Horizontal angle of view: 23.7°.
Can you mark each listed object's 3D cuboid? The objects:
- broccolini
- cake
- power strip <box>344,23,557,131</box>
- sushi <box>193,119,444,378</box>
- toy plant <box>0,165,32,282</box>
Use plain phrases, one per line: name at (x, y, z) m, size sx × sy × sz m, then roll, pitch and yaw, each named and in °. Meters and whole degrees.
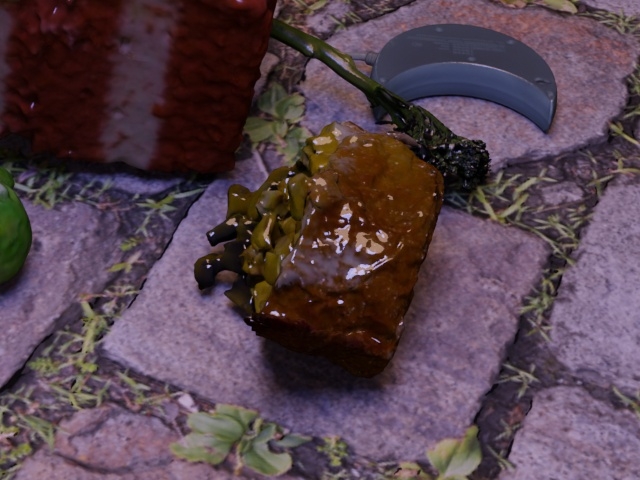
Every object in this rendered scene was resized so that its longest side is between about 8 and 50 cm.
broccolini at (0.037, -0.131, 1.426) m, size 0.271 × 0.062 × 0.123 m, roll 35°, pitch 9°, yaw 13°
cake at (-0.203, -0.245, 1.374) m, size 0.320 × 0.270 × 0.269 m, roll 8°, pitch 52°, yaw -10°
power strip at (0.130, -0.167, 1.542) m, size 0.216 × 0.044 × 0.137 m, roll 6°, pitch 42°, yaw 0°
sushi at (0.000, -0.001, 1.276) m, size 0.179 × 0.167 × 0.296 m, roll 22°, pitch 53°, yaw -5°
toy plant at (-0.393, -0.047, 1.296) m, size 0.316 × 0.184 × 0.224 m, roll 30°, pitch 28°, yaw 6°
